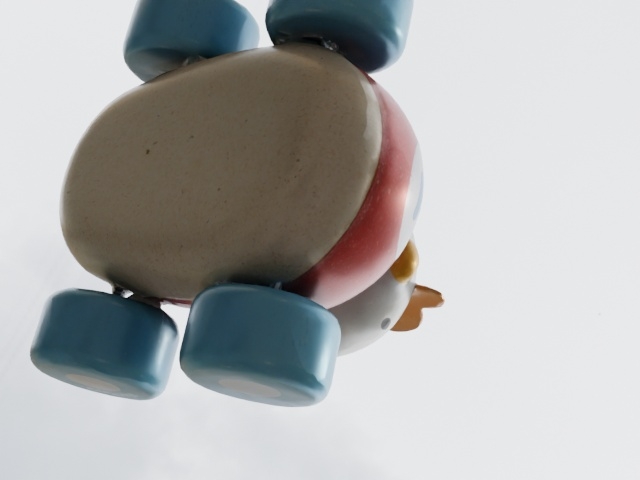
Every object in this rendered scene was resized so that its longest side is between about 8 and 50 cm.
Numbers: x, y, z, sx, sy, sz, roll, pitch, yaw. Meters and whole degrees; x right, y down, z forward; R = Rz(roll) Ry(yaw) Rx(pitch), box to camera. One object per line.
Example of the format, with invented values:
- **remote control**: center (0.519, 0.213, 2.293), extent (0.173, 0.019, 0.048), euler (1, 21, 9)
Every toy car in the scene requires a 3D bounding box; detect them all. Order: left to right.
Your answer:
- **toy car**: center (0.000, 0.000, 0.686), extent (0.210, 0.238, 0.219), euler (-4, -114, 40)
